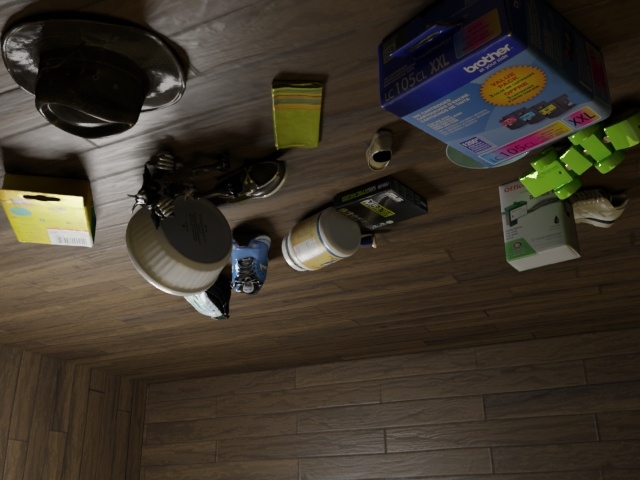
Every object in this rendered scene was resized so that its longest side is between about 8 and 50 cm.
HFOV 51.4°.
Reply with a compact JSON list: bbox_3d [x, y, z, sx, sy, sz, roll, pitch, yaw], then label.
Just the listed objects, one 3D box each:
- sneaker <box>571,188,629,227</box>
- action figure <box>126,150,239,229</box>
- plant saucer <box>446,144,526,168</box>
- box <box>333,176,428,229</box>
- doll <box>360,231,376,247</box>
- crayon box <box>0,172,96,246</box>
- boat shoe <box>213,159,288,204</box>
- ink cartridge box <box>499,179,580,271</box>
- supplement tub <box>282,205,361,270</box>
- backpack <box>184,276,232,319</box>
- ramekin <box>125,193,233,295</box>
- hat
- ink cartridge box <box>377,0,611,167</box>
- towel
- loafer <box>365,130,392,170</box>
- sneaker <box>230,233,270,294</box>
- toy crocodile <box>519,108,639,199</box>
[{"bbox_3d":[0.694,-0.099,1.753,0.235,0.090,0.095,2,144,-17],"label":"sneaker"},{"bbox_3d":[-0.338,-0.126,1.544,0.275,0.164,0.141,-14,168,7],"label":"action figure"},{"bbox_3d":[0.377,-0.223,1.484,0.194,0.038,0.195,-1,157,-1],"label":"plant saucer"},{"bbox_3d":[0.161,-0.094,1.771,0.184,0.045,0.190,-15,154,35],"label":"box"},{"bbox_3d":[0.071,0.015,1.974,0.188,0.046,0.129,-11,-169,7],"label":"doll"},{"bbox_3d":[-0.695,-0.083,1.717,0.202,0.081,0.318,5,157,-14],"label":"crayon box"},{"bbox_3d":[-0.169,-0.142,1.598,0.068,0.081,0.227,15,155,-41],"label":"boat shoe"},{"bbox_3d":[0.545,-0.052,1.667,0.160,0.220,0.092,-19,148,34],"label":"ink cartridge box"},{"bbox_3d":[0.000,0.000,1.859,0.144,0.144,0.199,17,151,-37],"label":"supplement tub"},{"bbox_3d":[-0.386,0.180,2.278,0.115,0.152,0.182,-18,141,15],"label":"backpack"},{"bbox_3d":[-0.348,-0.004,1.705,0.272,0.273,0.127,17,140,-36],"label":"ramekin"},{"bbox_3d":[-0.419,-0.268,1.227,0.331,0.134,0.331,-1,156,0],"label":"hat"},{"bbox_3d":[0.287,-0.297,1.171,0.395,0.151,0.270,20,149,-38],"label":"ink cartridge box"},{"bbox_3d":[-0.050,-0.258,1.405,0.102,0.021,0.237,1,157,-2],"label":"towel"},{"bbox_3d":[0.134,-0.196,1.521,0.056,0.050,0.148,-1,157,0],"label":"loafer"},{"bbox_3d":[-0.212,0.080,2.039,0.129,0.147,0.330,-2,156,1],"label":"sneaker"},{"bbox_3d":[0.582,-0.191,1.498,0.115,0.105,0.340,46,149,-1],"label":"toy crocodile"}]
